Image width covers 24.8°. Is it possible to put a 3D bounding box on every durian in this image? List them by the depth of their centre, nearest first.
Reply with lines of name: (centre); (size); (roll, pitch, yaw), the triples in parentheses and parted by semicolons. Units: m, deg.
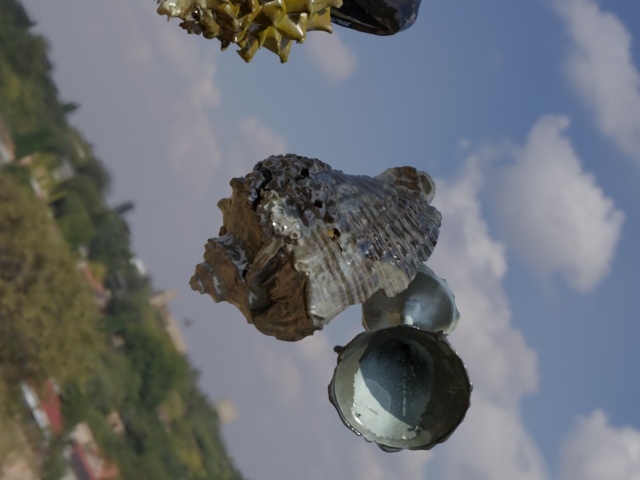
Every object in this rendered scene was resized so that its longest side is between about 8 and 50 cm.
durian: (-0.041, -0.212, 0.800); (0.078, 0.140, 0.224); (-29, -104, 54)

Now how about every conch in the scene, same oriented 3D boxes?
conch: (0.000, 0.000, 1.311); (0.163, 0.245, 0.178); (88, -22, -60)

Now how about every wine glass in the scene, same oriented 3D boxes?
wine glass: (0.094, 0.118, 1.621); (0.232, 0.156, 0.156); (-74, 143, -69)

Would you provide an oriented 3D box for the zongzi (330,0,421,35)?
zongzi: (-0.057, -0.401, 1.215); (0.432, 0.403, 0.208); (16, -9, 37)
